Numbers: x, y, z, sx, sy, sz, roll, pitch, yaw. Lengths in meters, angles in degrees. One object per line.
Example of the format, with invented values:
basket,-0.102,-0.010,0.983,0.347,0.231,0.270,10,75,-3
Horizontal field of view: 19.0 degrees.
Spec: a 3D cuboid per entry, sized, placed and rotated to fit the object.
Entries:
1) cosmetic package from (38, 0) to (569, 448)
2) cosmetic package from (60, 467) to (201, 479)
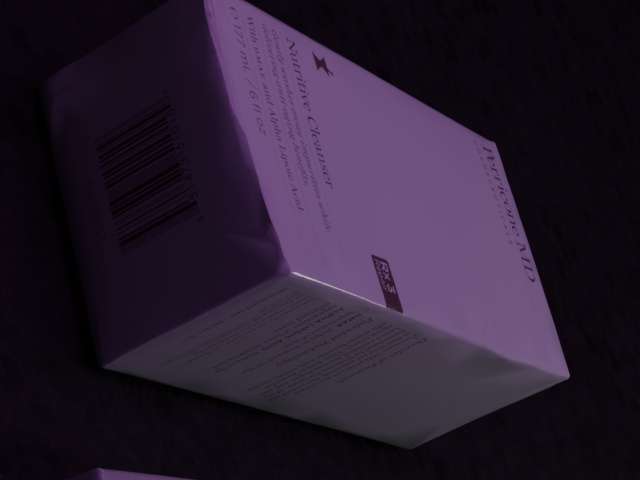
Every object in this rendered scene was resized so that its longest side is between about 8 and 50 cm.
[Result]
cosmetic package,0.000,0.000,1.320,0.385,0.156,0.217,18,50,-54
cosmetic package,-0.078,0.204,1.060,0.238,0.107,0.127,19,54,-59
